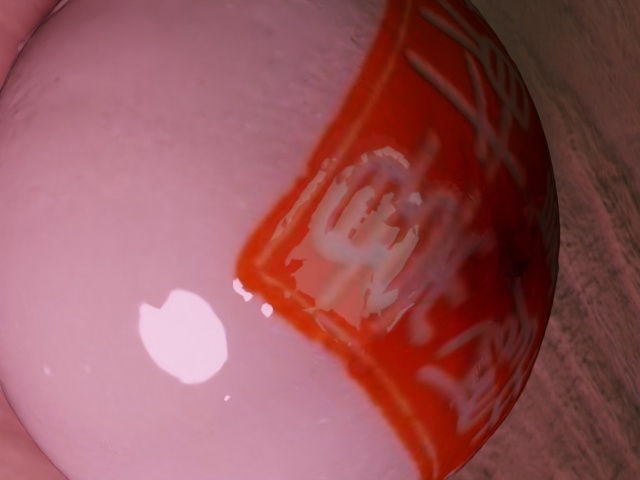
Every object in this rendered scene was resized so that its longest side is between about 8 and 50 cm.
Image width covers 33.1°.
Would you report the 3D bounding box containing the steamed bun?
[{"bbox_3d":[0.000,0.000,0.612,0.374,0.241,0.374,-8,100,-48],"label":"steamed bun"}]
